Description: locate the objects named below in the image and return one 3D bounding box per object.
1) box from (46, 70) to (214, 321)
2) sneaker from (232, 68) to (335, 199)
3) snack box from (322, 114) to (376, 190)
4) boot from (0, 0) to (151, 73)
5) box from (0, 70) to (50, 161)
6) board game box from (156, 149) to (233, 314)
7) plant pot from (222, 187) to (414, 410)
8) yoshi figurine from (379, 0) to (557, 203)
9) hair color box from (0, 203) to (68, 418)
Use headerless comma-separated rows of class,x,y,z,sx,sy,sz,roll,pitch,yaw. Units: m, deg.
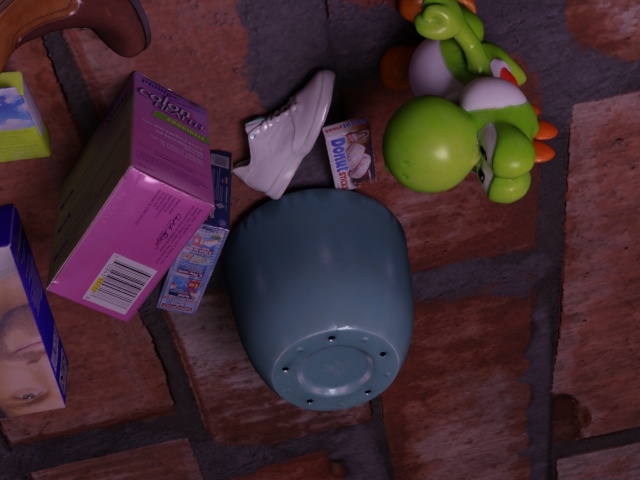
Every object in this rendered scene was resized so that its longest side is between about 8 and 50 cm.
box,-0.246,-0.060,1.204,0.117,0.243,0.213,26,118,-27
sneaker,-0.055,-0.155,1.285,0.094,0.080,0.212,26,120,-11
snack box,0.043,-0.119,1.311,0.064,0.022,0.178,-16,158,0
boot,-0.338,-0.215,1.039,0.280,0.096,0.264,-63,146,-18
box,-0.416,-0.157,1.171,0.109,0.042,0.178,-8,158,-6
board game box,-0.178,-0.002,1.301,0.060,0.194,0.194,14,124,-14
plant pot,0.008,0.107,1.375,0.293,0.235,0.293,-5,133,-6
yoshi figurine,0.137,-0.176,1.117,0.203,0.362,0.203,-34,128,16
hair color box,-0.508,0.120,1.382,0.185,0.110,0.338,-9,131,-6
